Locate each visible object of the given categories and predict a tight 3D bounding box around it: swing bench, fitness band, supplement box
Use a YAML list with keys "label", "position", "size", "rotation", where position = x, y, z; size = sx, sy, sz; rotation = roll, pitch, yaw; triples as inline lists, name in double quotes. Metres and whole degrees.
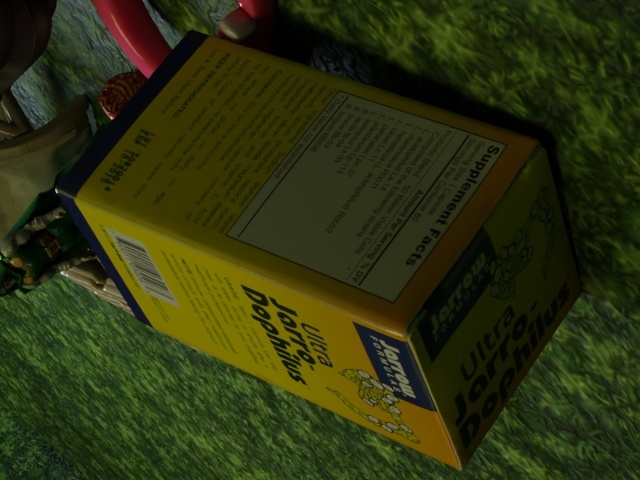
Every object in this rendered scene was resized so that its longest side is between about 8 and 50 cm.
- label: "swing bench"
  position: [-0.402, -0.112, 1.991]
  size: [0.254, 0.165, 0.253]
  rotation: [37, 157, 24]
- label: "fitness band"
  position: [-0.135, -0.225, 1.431]
  size: [0.209, 0.054, 0.291]
  rotation: [44, 158, 7]
- label: "supplement box"
  position: [0.000, 0.000, 1.302]
  size: [0.356, 0.194, 0.195]
  rotation: [22, 153, 33]

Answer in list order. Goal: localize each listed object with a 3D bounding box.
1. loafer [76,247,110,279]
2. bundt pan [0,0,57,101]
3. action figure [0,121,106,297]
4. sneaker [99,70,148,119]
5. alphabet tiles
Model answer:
- label: "loafer"
  position: [-0.341, 0.000, 2.191]
  size: [0.220, 0.078, 0.080]
  rotation: [48, 159, -1]
- label: "bundt pan"
  position: [-0.374, -0.277, 1.524]
  size: [0.331, 0.124, 0.331]
  rotation: [47, -154, -31]
- label: "action figure"
  position: [-0.300, -0.013, 1.877]
  size: [0.063, 0.232, 0.137]
  rotation: [21, 148, 48]
- label: "sneaker"
  position: [-0.168, -0.123, 1.666]
  size: [0.175, 0.064, 0.067]
  rotation: [33, 165, 38]
- label: "alphabet tiles"
  position: [-0.185, 0.101, 1.982]
  size: [0.278, 0.021, 0.284]
  rotation: [16, 167, 38]
